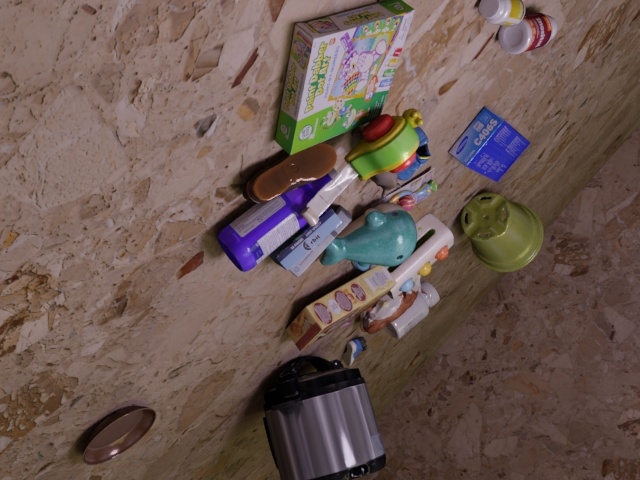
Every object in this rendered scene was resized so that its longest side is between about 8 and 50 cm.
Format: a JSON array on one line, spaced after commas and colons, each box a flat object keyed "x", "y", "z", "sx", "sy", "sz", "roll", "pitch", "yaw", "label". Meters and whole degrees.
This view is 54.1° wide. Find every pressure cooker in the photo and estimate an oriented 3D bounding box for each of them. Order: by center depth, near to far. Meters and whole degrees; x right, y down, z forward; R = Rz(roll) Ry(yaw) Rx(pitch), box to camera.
[{"x": 0.005, "y": 0.597, "z": 2.114, "sx": 0.375, "sy": 0.420, "sz": 0.370, "roll": -11, "pitch": 166, "yaw": -17, "label": "pressure cooker"}]

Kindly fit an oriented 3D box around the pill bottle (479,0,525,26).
[{"x": 0.393, "y": -0.503, "z": 1.366, "sx": 0.116, "sy": 0.065, "sz": 0.065, "roll": -15, "pitch": 143, "yaw": -48, "label": "pill bottle"}]

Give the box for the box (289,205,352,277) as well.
[{"x": 0.000, "y": 0.000, "z": 1.510, "sx": 0.186, "sy": 0.038, "sz": 0.145, "roll": -49, "pitch": -177, "yaw": 7, "label": "box"}]

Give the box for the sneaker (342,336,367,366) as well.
[{"x": 0.140, "y": 0.432, "z": 2.458, "sx": 0.085, "sy": 0.058, "sz": 0.152, "roll": -21, "pitch": 141, "yaw": -27, "label": "sneaker"}]

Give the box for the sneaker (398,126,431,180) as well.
[{"x": 0.230, "y": -0.202, "z": 1.571, "sx": 0.069, "sy": 0.082, "sz": 0.209, "roll": -38, "pitch": 157, "yaw": -18, "label": "sneaker"}]

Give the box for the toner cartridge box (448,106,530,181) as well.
[{"x": 0.519, "y": -0.282, "z": 1.900, "sx": 0.165, "sy": 0.075, "sz": 0.348, "roll": -53, "pitch": 155, "yaw": 16, "label": "toner cartridge box"}]

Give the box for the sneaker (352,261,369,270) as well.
[{"x": 0.142, "y": 0.051, "z": 1.838, "sx": 0.063, "sy": 0.073, "sz": 0.162, "roll": -33, "pitch": 158, "yaw": -23, "label": "sneaker"}]

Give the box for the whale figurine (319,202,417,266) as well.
[{"x": 0.134, "y": 0.011, "z": 1.662, "sx": 0.272, "sy": 0.141, "sz": 0.216, "roll": -17, "pitch": 143, "yaw": -21, "label": "whale figurine"}]

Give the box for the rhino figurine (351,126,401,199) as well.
[{"x": 0.137, "y": -0.170, "z": 1.443, "sx": 0.073, "sy": 0.106, "sz": 0.243, "roll": -40, "pitch": 155, "yaw": -9, "label": "rhino figurine"}]

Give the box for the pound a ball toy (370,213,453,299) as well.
[{"x": 0.329, "y": 0.060, "z": 2.073, "sx": 0.319, "sy": 0.136, "sz": 0.208, "roll": -41, "pitch": 155, "yaw": -7, "label": "pound a ball toy"}]

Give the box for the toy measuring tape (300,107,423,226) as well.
[{"x": 0.098, "y": -0.152, "z": 1.250, "sx": 0.330, "sy": 0.121, "sz": 0.121, "roll": -46, "pitch": 157, "yaw": -15, "label": "toy measuring tape"}]

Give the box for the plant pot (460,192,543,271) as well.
[{"x": 0.638, "y": -0.049, "z": 2.272, "sx": 0.276, "sy": 0.276, "sz": 0.254, "roll": -49, "pitch": 144, "yaw": 9, "label": "plant pot"}]

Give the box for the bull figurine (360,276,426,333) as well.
[{"x": 0.265, "y": 0.217, "z": 2.268, "sx": 0.310, "sy": 0.101, "sz": 0.188, "roll": -42, "pitch": 152, "yaw": -11, "label": "bull figurine"}]

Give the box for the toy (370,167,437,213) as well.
[{"x": 0.240, "y": -0.099, "z": 1.777, "sx": 0.237, "sy": 0.056, "sz": 0.137, "roll": -34, "pitch": 153, "yaw": -22, "label": "toy"}]

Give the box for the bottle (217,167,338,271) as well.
[{"x": -0.078, "y": -0.055, "z": 1.304, "sx": 0.283, "sy": 0.092, "sz": 0.118, "roll": -39, "pitch": 163, "yaw": -13, "label": "bottle"}]

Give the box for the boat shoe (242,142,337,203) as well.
[{"x": -0.063, "y": -0.135, "z": 1.245, "sx": 0.207, "sy": 0.073, "sz": 0.073, "roll": -27, "pitch": -172, "yaw": -28, "label": "boat shoe"}]

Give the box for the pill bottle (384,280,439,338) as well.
[{"x": 0.341, "y": 0.261, "z": 2.413, "sx": 0.229, "sy": 0.131, "sz": 0.131, "roll": -36, "pitch": 154, "yaw": -17, "label": "pill bottle"}]

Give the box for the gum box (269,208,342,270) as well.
[{"x": -0.041, "y": -0.006, "z": 1.389, "sx": 0.157, "sy": 0.041, "sz": 0.184, "roll": -41, "pitch": -171, "yaw": -7, "label": "gum box"}]

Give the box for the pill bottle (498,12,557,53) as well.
[{"x": 0.506, "y": -0.503, "z": 1.516, "sx": 0.152, "sy": 0.086, "sz": 0.086, "roll": -25, "pitch": 149, "yaw": -38, "label": "pill bottle"}]

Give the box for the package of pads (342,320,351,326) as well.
[{"x": 0.094, "y": 0.255, "z": 2.138, "sx": 0.050, "sy": 0.032, "sz": 0.083, "roll": -12, "pitch": 140, "yaw": -48, "label": "package of pads"}]

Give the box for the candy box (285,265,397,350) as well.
[{"x": 0.064, "y": 0.199, "z": 1.896, "sx": 0.316, "sy": 0.087, "sz": 0.183, "roll": -26, "pitch": 163, "yaw": -34, "label": "candy box"}]

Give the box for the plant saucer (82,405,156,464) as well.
[{"x": -0.501, "y": 0.472, "z": 1.549, "sx": 0.198, "sy": 0.036, "sz": 0.198, "roll": -34, "pitch": 153, "yaw": -20, "label": "plant saucer"}]

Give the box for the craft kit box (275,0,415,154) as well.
[{"x": 0.041, "y": -0.301, "z": 1.153, "sx": 0.247, "sy": 0.061, "sz": 0.250, "roll": -25, "pitch": 149, "yaw": -31, "label": "craft kit box"}]
